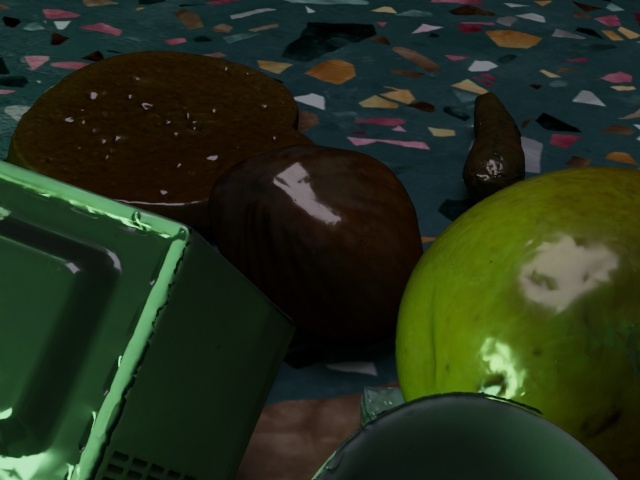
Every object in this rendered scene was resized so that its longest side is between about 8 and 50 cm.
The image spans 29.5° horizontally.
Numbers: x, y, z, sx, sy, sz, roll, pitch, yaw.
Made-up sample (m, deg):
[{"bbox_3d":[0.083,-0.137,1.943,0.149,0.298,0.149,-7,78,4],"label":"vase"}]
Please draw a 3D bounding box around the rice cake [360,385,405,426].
[{"bbox_3d":[0.142,0.158,1.014,0.211,0.038,0.124,-1,31,-12],"label":"rice cake"}]

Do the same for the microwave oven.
[{"bbox_3d":[-0.240,0.070,0.843,0.355,0.218,0.286,19,-10,18],"label":"microwave oven"}]

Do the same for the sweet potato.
[{"bbox_3d":[0.211,-0.110,1.463,0.075,0.075,0.273,8,27,5],"label":"sweet potato"}]

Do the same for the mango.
[{"bbox_3d":[0.273,0.104,0.903,0.445,0.220,0.301,11,72,-17],"label":"mango"}]

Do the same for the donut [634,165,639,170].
[{"bbox_3d":[0.427,0.035,1.152,0.307,0.150,0.371,-4,29,-28],"label":"donut"}]

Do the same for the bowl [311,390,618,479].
[{"bbox_3d":[0.056,0.265,0.646,0.157,0.345,0.345,-28,1,45],"label":"bowl"}]

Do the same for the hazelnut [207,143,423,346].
[{"bbox_3d":[0.006,-0.008,1.131,0.186,0.210,0.210,-24,41,-34],"label":"hazelnut"}]

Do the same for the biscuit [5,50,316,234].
[{"bbox_3d":[-0.167,-0.108,1.399,0.350,0.070,0.394,17,32,15],"label":"biscuit"}]
